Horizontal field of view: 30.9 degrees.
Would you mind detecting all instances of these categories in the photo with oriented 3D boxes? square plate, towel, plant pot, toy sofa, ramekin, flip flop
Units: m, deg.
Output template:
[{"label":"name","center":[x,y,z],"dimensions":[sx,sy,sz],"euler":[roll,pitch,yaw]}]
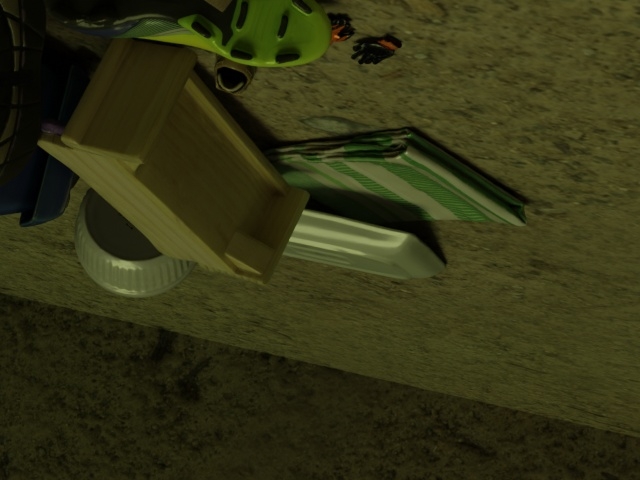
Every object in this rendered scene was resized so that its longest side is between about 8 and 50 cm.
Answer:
[{"label":"square plate","center":[0.000,0.000,1.768],"dimensions":[0.347,0.049,0.344],"euler":[11,175,15]},{"label":"towel","center":[0.086,-0.071,1.532],"dimensions":[0.248,0.038,0.325],"euler":[27,163,-35]},{"label":"plant pot","center":[-0.417,-0.133,1.471],"dimensions":[0.212,0.236,0.236],"euler":[15,174,-19]},{"label":"toy sofa","center":[-0.177,-0.095,1.453],"dimensions":[0.177,0.150,0.362],"euler":[15,161,31]},{"label":"ramekin","center":[-0.291,-0.022,1.841],"dimensions":[0.207,0.207,0.109],"euler":[17,156,1]},{"label":"flip flop","center":[-0.376,-0.176,1.297],"dimensions":[0.112,0.277,0.080],"euler":[-9,-148,-42]}]

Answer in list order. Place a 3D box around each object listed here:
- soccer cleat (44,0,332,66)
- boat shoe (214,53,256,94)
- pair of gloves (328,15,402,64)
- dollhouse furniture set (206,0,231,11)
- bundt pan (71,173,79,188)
[{"label":"soccer cleat","center":[-0.124,-0.231,1.126],"dimensions":[0.289,0.093,0.121],"euler":[10,-165,9]},{"label":"boat shoe","center":[-0.099,-0.188,1.288],"dimensions":[0.050,0.045,0.135],"euler":[18,166,-1]},{"label":"pair of gloves","center":[0.034,-0.200,1.158],"dimensions":[0.083,0.010,0.074],"euler":[19,165,-19]},{"label":"dollhouse furniture set","center":[-0.119,-0.298,0.934],"dimensions":[0.144,0.123,0.151],"euler":[29,-163,-38]},{"label":"bundt pan","center":[-0.499,-0.157,1.723],"dimensions":[0.331,0.124,0.331],"euler":[17,166,4]}]
